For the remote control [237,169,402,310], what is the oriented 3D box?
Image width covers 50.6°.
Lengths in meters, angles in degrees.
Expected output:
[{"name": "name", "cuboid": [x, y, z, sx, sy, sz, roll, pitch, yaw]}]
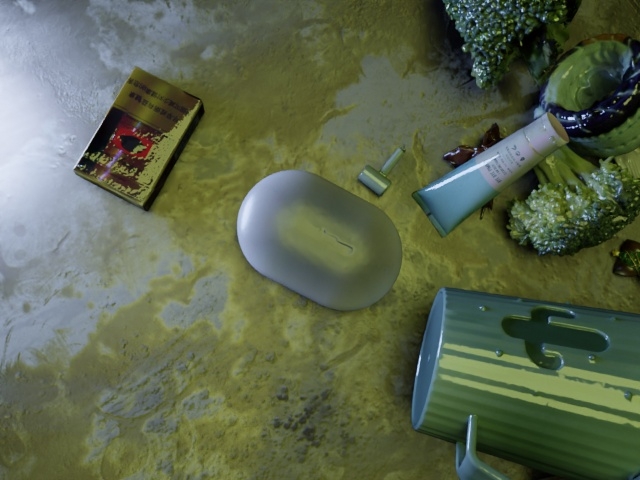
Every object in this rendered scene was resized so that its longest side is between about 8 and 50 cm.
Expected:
[{"name": "remote control", "cuboid": [0.000, 0.000, 1.306, 0.332, 0.103, 0.221, 28, 87, -1]}]

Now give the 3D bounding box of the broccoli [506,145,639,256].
[{"name": "broccoli", "cuboid": [0.488, -0.097, 1.334, 0.247, 0.263, 0.243, -21, 75, -40]}]

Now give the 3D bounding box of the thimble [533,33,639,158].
[{"name": "thimble", "cuboid": [0.551, -0.276, 1.333, 0.150, 0.237, 0.237, 33, 79, -34]}]

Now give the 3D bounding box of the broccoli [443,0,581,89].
[{"name": "broccoli", "cuboid": [0.377, -0.477, 1.326, 0.277, 0.338, 0.317, -28, 109, 19]}]

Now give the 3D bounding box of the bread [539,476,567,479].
[{"name": "bread", "cuboid": [0.481, 0.475, 1.276, 0.128, 0.140, 0.069, -8, 75, -12]}]

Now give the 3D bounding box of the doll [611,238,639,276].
[{"name": "doll", "cuboid": [0.658, 0.046, 1.381, 0.113, 0.076, 0.078, 23, 90, -2]}]

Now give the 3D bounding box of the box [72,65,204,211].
[{"name": "box", "cuboid": [-0.350, -0.198, 1.316, 0.159, 0.071, 0.240, 29, 80, -3]}]

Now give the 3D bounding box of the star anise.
[{"name": "star anise", "cuboid": [0.352, -0.143, 1.382, 0.140, 0.158, 0.144, -32, 122, -2]}]

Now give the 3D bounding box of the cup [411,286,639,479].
[{"name": "cup", "cuboid": [0.372, 0.261, 1.141, 0.392, 0.401, 0.310, 12, 108, 4]}]

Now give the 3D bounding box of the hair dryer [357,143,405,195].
[{"name": "hair dryer", "cuboid": [0.135, -0.155, 1.378, 0.063, 0.038, 0.124, 38, 75, 0]}]

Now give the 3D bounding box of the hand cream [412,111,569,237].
[{"name": "hand cream", "cuboid": [0.326, -0.125, 1.306, 0.312, 0.070, 0.111, -35, 89, 35]}]

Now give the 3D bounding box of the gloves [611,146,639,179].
[{"name": "gloves", "cuboid": [0.642, -0.190, 1.397, 0.119, 0.097, 0.229, -6, 81, -4]}]
